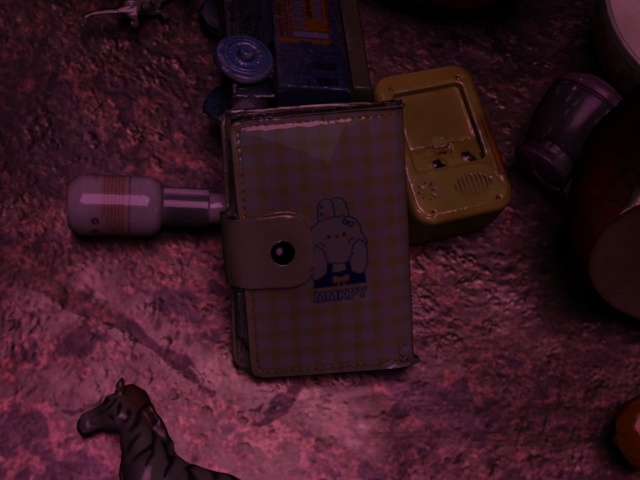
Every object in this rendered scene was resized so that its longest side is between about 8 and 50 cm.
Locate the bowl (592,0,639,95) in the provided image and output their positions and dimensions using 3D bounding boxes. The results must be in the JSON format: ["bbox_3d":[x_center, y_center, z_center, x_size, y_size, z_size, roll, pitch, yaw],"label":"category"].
[{"bbox_3d":[0.490,-0.278,1.321,0.277,0.145,0.277,4,68,-9],"label":"bowl"}]

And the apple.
[{"bbox_3d":[0.487,-0.059,1.140,0.365,0.329,0.295,9,71,-15],"label":"apple"}]

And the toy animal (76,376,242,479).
[{"bbox_3d":[-0.176,0.281,1.037,0.255,0.090,0.170,41,65,4],"label":"toy animal"}]

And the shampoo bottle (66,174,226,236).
[{"bbox_3d":[-0.201,-0.041,1.157,0.192,0.074,0.074,0,70,-11],"label":"shampoo bottle"}]

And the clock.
[{"bbox_3d":[0.144,-0.109,1.227,0.143,0.096,0.202,-11,73,-16],"label":"clock"}]

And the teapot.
[{"bbox_3d":[0.326,-0.128,1.273,0.146,0.148,0.116,-49,47,-10],"label":"teapot"}]

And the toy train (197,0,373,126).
[{"bbox_3d":[-0.047,-0.253,1.217,0.202,0.131,0.299,1,58,-13],"label":"toy train"}]

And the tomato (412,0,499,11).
[{"bbox_3d":[0.186,-0.475,1.253,0.341,0.341,0.272,14,52,-4],"label":"tomato"}]

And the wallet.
[{"bbox_3d":[0.000,0.000,1.109,0.223,0.077,0.309,-5,101,-11],"label":"wallet"}]

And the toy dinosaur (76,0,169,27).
[{"bbox_3d":[-0.227,-0.305,1.266,0.180,0.037,0.058,-25,54,-35],"label":"toy dinosaur"}]

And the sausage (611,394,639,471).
[{"bbox_3d":[0.456,0.204,1.161,0.238,0.098,0.098,-20,74,-11],"label":"sausage"}]
